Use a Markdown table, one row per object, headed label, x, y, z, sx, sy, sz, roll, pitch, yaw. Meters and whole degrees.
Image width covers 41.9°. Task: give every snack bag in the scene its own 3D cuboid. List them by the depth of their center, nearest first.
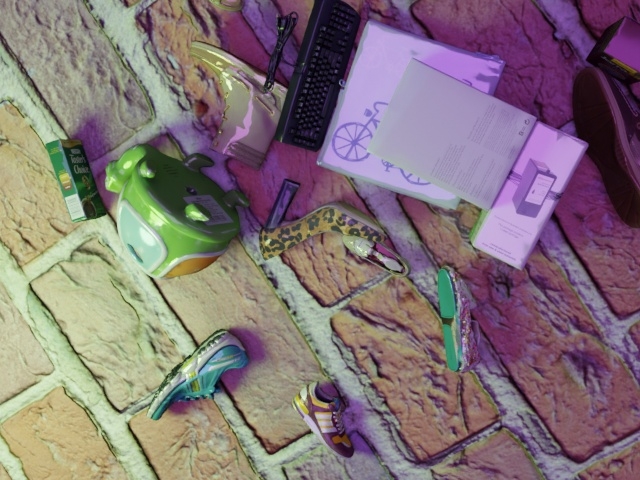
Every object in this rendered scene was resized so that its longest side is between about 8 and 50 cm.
| label | x | y | z | sx | sy | sz | roll | pitch | yaw |
| --- | --- | --- | --- | --- | --- | --- | --- | --- | --- |
| snack bag | 0.189 | -0.272 | 1.780 | 0.322 | 0.037 | 0.343 | 18 | 99 | 4 |

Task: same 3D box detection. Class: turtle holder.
| label | x | y | z | sx | sy | sz | roll | pitch | yaw |
| --- | --- | --- | --- | --- | --- | --- | --- | --- | --- |
| turtle holder | -0.337 | -0.061 | 1.771 | 0.320 | 0.243 | 0.227 | 33 | 116 | -6 |

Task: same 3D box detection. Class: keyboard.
| label | x | y | z | sx | sy | sz | roll | pitch | yaw |
| --- | --- | --- | --- | --- | --- | --- | --- | --- | --- |
| keyboard | -0.030 | -0.355 | 1.742 | 0.201 | 0.033 | 0.317 | 11 | 99 | -36 |

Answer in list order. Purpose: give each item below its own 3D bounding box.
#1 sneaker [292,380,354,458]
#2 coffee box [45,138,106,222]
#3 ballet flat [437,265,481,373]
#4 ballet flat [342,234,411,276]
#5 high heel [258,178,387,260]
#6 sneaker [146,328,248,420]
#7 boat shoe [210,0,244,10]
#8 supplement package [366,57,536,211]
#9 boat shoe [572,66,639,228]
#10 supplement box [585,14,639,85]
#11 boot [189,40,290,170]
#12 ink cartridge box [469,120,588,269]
| label | x | y | z | sx | sy | sz | roll | pitch | yaw |
| --- | --- | --- | --- | --- | --- | --- | --- | --- | --- |
| sneaker | 0.023 | 0.399 | 1.857 | 0.084 | 0.069 | 0.185 | -43 | 90 | 15 |
| coffee box | -0.541 | -0.134 | 1.851 | 0.040 | 0.113 | 0.184 | -18 | 92 | 10 |
| ballet flat | 0.302 | 0.167 | 1.801 | 0.077 | 0.091 | 0.241 | -10 | 100 | -22 |
| ballet flat | 0.124 | 0.026 | 1.812 | 0.168 | 0.052 | 0.057 | 29 | 99 | 4 |
| high heel | 0.000 | 0.000 | 1.810 | 0.261 | 0.093 | 0.186 | 25 | 103 | 9 |
| sneaker | -0.281 | 0.321 | 1.875 | 0.275 | 0.107 | 0.110 | -40 | 99 | 10 |
| boat shoe | -0.230 | -0.536 | 1.800 | 0.135 | 0.045 | 0.050 | 26 | 99 | 4 |
| supplement package | 0.255 | -0.211 | 1.661 | 0.262 | 0.198 | 0.199 | 27 | 100 | 2 |
| boat shoe | 0.628 | -0.201 | 1.705 | 0.123 | 0.123 | 0.342 | -23 | 87 | -21 |
| supplement box | 0.601 | -0.369 | 1.639 | 0.104 | 0.188 | 0.081 | 32 | 100 | 3 |
| boot | -0.200 | -0.290 | 1.797 | 0.261 | 0.095 | 0.204 | 30 | 99 | -7 |
| ink cartridge box | 0.413 | -0.095 | 1.688 | 0.114 | 0.198 | 0.273 | 27 | 98 | 5 |
